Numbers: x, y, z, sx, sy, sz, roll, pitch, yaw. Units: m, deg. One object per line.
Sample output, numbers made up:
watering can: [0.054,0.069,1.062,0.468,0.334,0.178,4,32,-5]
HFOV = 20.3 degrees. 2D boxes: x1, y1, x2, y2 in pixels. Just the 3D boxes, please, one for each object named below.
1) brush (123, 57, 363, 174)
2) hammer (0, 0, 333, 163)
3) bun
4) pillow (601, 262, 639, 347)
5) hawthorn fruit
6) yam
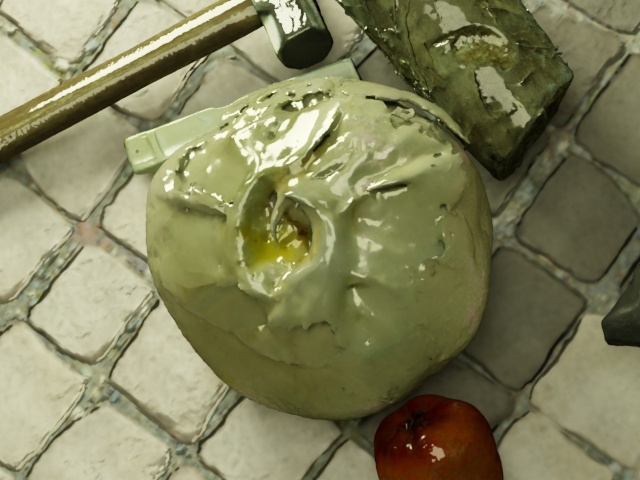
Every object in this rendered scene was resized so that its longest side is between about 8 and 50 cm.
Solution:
brush: [-0.053,-0.087,1.280,0.178,0.030,0.033,-19,79,9]
hammer: [-0.168,-0.103,1.296,0.365,0.043,0.111,-27,59,6]
bun: [0.000,0.000,1.177,0.239,0.141,0.239,-2,84,16]
pillow: [0.307,-0.019,1.155,0.186,0.106,0.250,19,75,15]
hawthorn fruit: [0.082,0.149,1.164,0.081,0.093,0.081,-26,28,15]
yam: [0.098,-0.134,1.229,0.107,0.107,0.183,-37,74,-1]
